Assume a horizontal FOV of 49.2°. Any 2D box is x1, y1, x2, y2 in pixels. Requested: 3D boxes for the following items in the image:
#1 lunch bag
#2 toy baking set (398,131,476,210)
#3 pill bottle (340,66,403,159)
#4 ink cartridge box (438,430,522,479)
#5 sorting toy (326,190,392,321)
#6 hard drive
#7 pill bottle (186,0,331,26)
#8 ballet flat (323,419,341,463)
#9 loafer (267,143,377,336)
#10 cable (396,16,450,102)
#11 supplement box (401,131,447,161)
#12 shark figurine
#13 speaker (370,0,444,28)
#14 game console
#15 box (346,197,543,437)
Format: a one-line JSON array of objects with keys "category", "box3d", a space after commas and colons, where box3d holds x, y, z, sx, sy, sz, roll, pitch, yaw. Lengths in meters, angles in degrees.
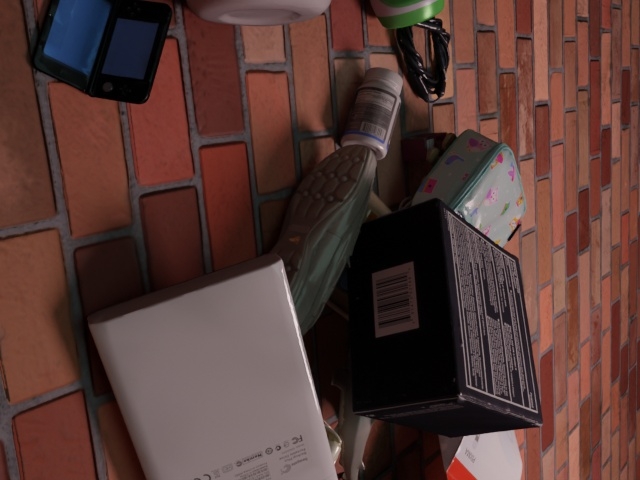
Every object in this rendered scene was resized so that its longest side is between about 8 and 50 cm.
[{"category": "lunch bag", "box3d": [0.281, -0.049, 1.315, 0.224, 0.108, 0.279, -52, 144, -12]}, {"category": "toy baking set", "box3d": [0.219, -0.096, 1.327, 0.197, 0.030, 0.256, 7, 109, -54]}, {"category": "pill bottle", "box3d": [0.087, -0.208, 1.147, 0.078, 0.078, 0.137, 34, 68, -47]}, {"category": "ink cartridge box", "box3d": [0.322, 0.433, 1.350, 0.308, 0.091, 0.385, 51, 23, -41]}, {"category": "sorting toy", "box3d": [0.093, 0.045, 1.195, 0.193, 0.038, 0.208, 41, 70, -44]}, {"category": "hard drive", "box3d": [-0.120, 0.214, 0.880, 0.233, 0.047, 0.353, -19, 112, -15]}, {"category": "pill bottle", "box3d": [-0.079, -0.434, 0.841, 0.181, 0.181, 0.323, -11, 101, -50]}, {"category": "ballet flat", "box3d": [-0.033, 0.285, 1.027, 0.316, 0.106, 0.107, 56, 52, -38]}, {"category": "loafer", "box3d": [0.000, 0.000, 1.046, 0.319, 0.112, 0.111, -60, 140, -17]}, {"category": "cable", "box3d": [0.197, -0.357, 1.291, 0.184, 0.047, 0.150, 50, 56, -40]}, {"category": "supplement box", "box3d": [0.196, -0.174, 1.301, 0.083, 0.055, 0.043, -21, 110, -47]}, {"category": "shark figurine", "box3d": [0.080, 0.299, 1.130, 0.166, 0.116, 0.278, 22, 70, -74]}, {"category": "speaker", "box3d": [0.110, -0.499, 1.109, 0.131, 0.131, 0.296, -45, 126, -38]}, {"category": "game console", "box3d": [-0.234, -0.223, 0.763, 0.071, 0.107, 0.122, 51, 51, -75]}, {"category": "box", "box3d": [0.193, 0.138, 1.096, 0.294, 0.182, 0.296, 28, 53, -46]}]
